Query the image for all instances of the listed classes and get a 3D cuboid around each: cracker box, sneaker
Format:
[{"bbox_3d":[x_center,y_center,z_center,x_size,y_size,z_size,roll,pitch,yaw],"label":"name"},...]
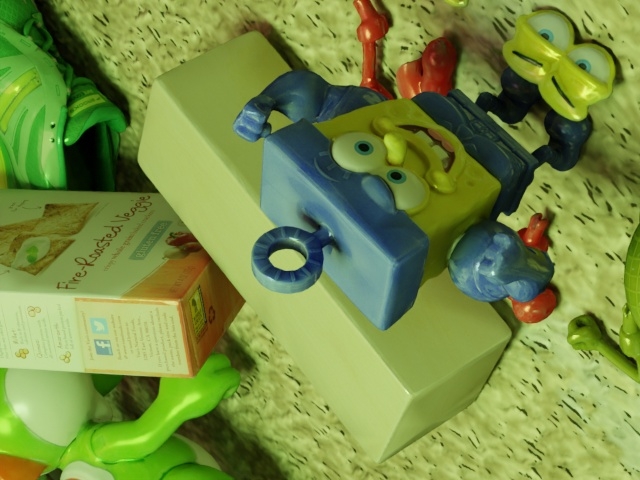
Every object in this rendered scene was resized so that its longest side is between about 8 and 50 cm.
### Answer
[{"bbox_3d":[-0.172,0.026,1.375,0.232,0.156,0.067,1,118,18],"label":"cracker box"},{"bbox_3d":[-0.208,-0.107,1.491,0.123,0.109,0.295,-15,100,34],"label":"sneaker"}]

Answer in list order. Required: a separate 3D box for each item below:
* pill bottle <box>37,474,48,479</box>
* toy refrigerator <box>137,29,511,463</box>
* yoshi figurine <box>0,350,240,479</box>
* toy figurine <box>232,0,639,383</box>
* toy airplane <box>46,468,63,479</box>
[{"bbox_3d":[-0.317,0.215,1.605,0.265,0.153,0.153,31,138,15],"label":"pill bottle"},{"bbox_3d":[0.000,0.000,1.270,0.269,0.094,0.102,51,152,19],"label":"toy refrigerator"},{"bbox_3d":[-0.144,0.151,1.534,0.362,0.203,0.203,40,-176,5],"label":"yoshi figurine"},{"bbox_3d":[0.063,0.007,1.070,0.362,0.217,0.191,47,144,24],"label":"toy figurine"},{"bbox_3d":[-0.374,0.307,1.826,0.386,0.272,0.384,16,135,32],"label":"toy airplane"}]
